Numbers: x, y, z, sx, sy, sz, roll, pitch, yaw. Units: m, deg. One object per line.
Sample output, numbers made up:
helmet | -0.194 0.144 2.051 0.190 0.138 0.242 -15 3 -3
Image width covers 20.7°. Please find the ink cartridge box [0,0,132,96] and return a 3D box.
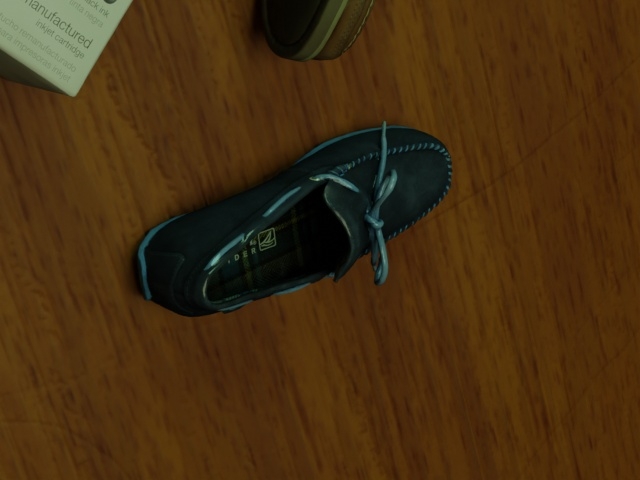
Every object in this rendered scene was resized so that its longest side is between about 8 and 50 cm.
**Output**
ink cartridge box | -0.165 -0.218 1.035 0.158 0.092 0.218 35 79 -38

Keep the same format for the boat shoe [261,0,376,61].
boat shoe | 0.049 -0.260 1.170 0.104 0.110 0.307 13 95 -37

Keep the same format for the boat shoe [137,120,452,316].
boat shoe | 0.000 0.000 1.222 0.258 0.089 0.109 -30 119 -27
